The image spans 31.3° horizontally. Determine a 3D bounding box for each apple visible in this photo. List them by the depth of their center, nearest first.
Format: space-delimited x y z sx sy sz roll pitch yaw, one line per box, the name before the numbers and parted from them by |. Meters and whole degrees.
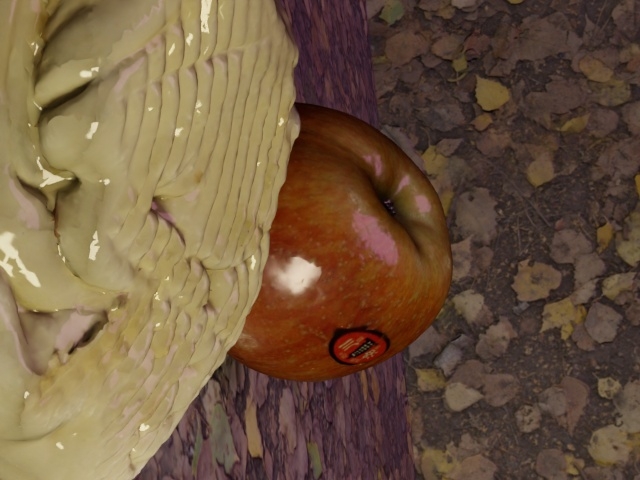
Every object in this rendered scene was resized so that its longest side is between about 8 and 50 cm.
apple | 0.000 0.000 1.143 0.309 0.250 0.278 24 59 -73

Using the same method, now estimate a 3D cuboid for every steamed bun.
steamed bun | -0.147 -0.046 0.583 0.276 0.203 0.289 -57 155 -33
